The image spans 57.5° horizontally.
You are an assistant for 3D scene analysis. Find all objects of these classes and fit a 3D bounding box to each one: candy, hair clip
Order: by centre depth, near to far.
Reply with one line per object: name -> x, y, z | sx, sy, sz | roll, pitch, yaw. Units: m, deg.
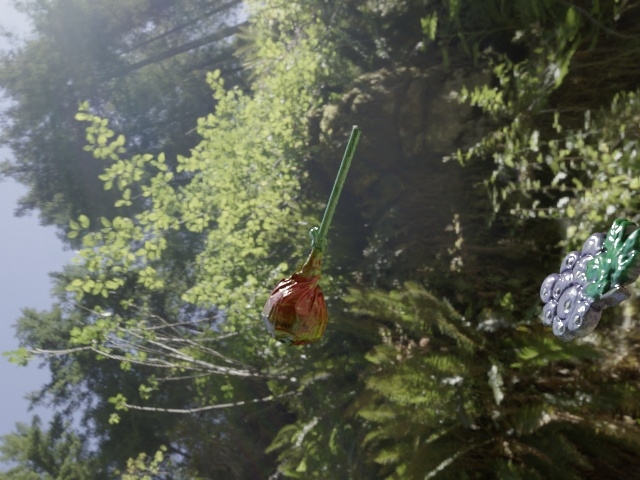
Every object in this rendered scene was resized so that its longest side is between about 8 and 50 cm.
candy -> 0.000, 0.000, 0.503 | 0.060, 0.060, 0.201 | 8, -75, -45
hair clip -> 0.296, 0.052, 0.629 | 0.195, 0.052, 0.124 | 107, 180, -58
